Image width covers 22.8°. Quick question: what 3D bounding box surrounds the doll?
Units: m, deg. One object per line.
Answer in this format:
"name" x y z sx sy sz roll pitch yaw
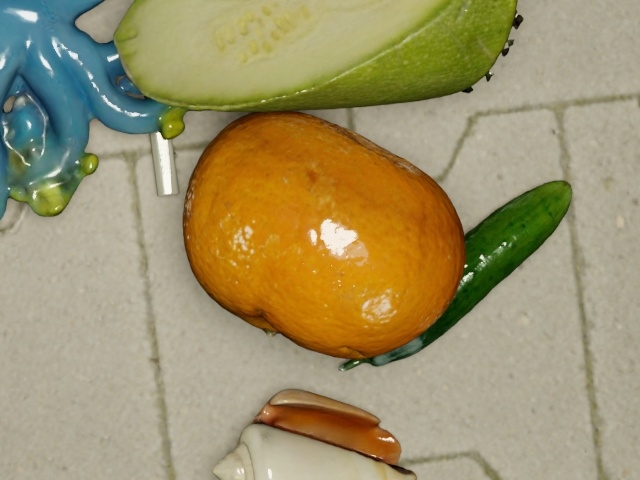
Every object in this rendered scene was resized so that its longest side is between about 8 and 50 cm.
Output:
"doll" -0.249 -0.168 1.238 0.346 0.099 0.341 9 88 -3

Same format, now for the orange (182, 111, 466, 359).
"orange" 0.000 0.000 1.221 0.224 0.224 0.170 25 102 -7

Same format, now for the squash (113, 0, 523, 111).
"squash" -0.002 -0.189 1.192 0.260 0.189 0.189 -3 93 -32

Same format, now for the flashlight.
"flashlight" -0.130 -0.078 1.300 0.018 0.018 0.083 -8 93 -7

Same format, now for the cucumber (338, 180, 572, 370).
"cucumber" 0.116 0.033 1.317 0.250 0.056 0.056 -41 96 -4

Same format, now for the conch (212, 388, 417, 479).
"conch" -0.003 0.179 1.291 0.176 0.094 0.104 -5 53 -11
